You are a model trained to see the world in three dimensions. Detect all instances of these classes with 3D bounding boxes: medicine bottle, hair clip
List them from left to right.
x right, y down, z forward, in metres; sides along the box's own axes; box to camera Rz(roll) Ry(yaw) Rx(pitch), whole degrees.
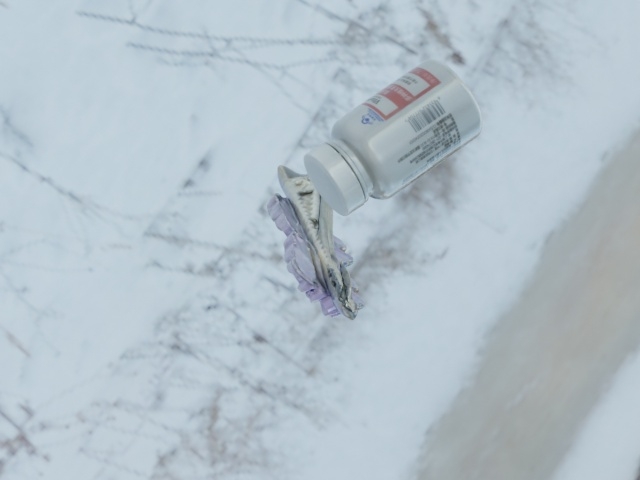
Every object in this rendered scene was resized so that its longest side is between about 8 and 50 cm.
[{"bbox_3d":[0.000,0.000,1.400,0.084,0.292,0.106,-36,120,13],"label":"hair clip"},{"bbox_3d":[0.059,-0.084,1.118,0.140,0.079,0.079,-35,148,-14],"label":"medicine bottle"}]
